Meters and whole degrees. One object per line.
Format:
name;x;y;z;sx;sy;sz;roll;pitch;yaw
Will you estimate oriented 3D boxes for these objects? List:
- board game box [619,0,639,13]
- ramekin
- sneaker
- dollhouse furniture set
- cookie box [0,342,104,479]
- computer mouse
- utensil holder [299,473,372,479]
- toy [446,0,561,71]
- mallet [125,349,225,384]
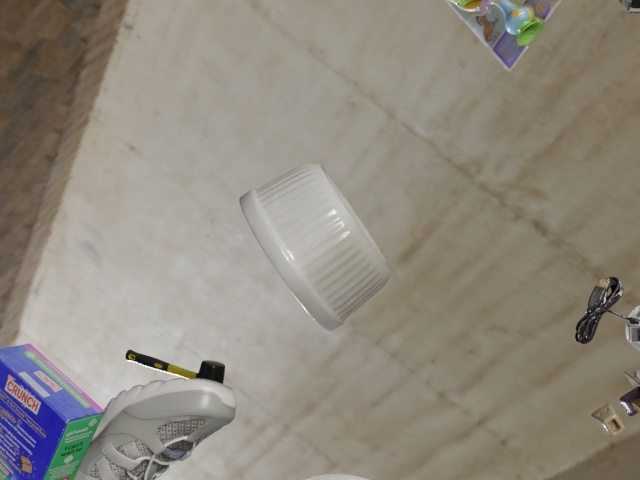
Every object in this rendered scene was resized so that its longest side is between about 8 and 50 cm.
board game box;0.270;-0.166;0.625;0.186;0.126;0.026;-45;141;-68
ramekin;0.000;0.000;1.161;0.109;0.207;0.207;-35;-179;5
sneaker;-0.187;0.231;0.901;0.281;0.115;0.105;-35;145;19
dollhouse furniture set;0.308;0.175;0.849;0.091;0.114;0.081;-33;-173;2
cookie box;-0.224;0.148;0.702;0.040;0.092;0.107;-9;130;-59
computer mouse;0.452;0.128;1.264;0.106;0.193;0.042;-62;172;-22
utensil holder;-0.010;0.608;1.482;0.327;0.327;0.385;-52;171;-43
toy;0.216;-0.362;1.282;0.056;0.237;0.137;-16;149;-42
mallet;-0.223;0.204;1.395;0.039;0.190;0.062;6;87;-57
